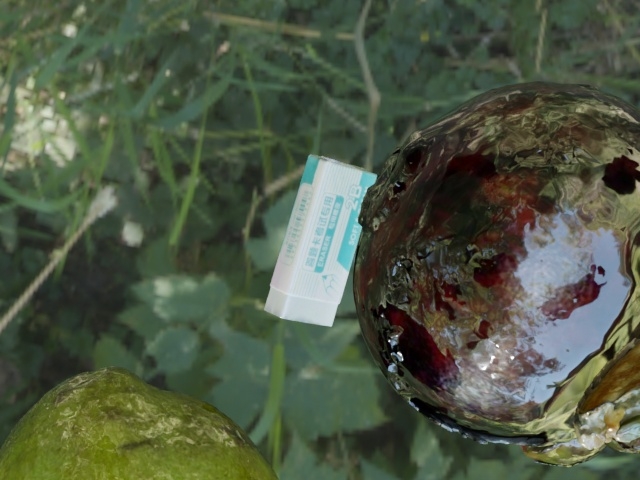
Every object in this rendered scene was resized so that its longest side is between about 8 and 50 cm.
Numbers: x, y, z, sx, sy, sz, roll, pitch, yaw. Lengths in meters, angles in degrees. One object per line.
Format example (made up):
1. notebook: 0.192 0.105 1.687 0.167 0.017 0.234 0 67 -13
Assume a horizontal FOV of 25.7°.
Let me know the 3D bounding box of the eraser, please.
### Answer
1. eraser: 0.000 0.000 1.917 0.095 0.052 0.225 13 96 -40

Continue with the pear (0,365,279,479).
1. pear: -0.193 0.342 1.443 0.352 0.413 0.352 -6 148 -4

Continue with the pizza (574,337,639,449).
1. pizza: 0.291 0.096 1.055 0.195 0.185 0.052 -25 100 41

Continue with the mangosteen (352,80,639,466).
1. mangosteen: 0.230 0.038 1.430 0.381 0.381 0.421 -31 132 29
